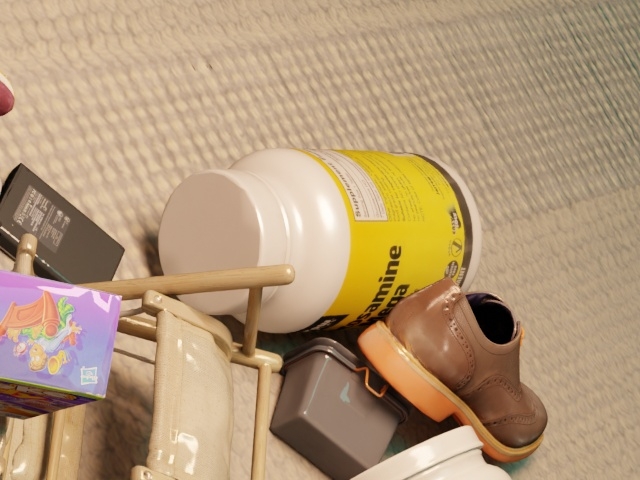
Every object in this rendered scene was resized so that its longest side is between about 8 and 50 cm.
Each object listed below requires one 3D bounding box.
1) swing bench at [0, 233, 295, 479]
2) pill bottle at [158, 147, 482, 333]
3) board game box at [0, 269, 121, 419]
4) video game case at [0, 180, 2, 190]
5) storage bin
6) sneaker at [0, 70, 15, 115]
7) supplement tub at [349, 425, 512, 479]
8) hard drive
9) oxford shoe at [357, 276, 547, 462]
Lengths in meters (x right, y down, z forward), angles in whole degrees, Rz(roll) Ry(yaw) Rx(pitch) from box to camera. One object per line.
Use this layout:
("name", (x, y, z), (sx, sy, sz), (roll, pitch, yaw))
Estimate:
("swing bench", (-0.159, 0.150, 1.730), (0.254, 0.165, 0.253), (6, 50, -3))
("pill bottle", (0.000, 0.000, 2.040), (0.334, 0.188, 0.188), (-1, 63, -49))
("board game box", (-0.348, 0.056, 1.459), (0.347, 0.233, 0.078), (13, 77, -20))
("video game case", (-0.322, -0.085, 1.752), (0.173, 0.022, 0.190), (-94, 172, -59))
("storage bin", (0.019, 0.177, 2.008), (0.135, 0.098, 0.091), (40, 48, -21))
("sneaker", (-0.370, -0.139, 1.836), (0.185, 0.069, 0.084), (23, 54, -28))
("supplement tub", (0.133, 0.336, 1.916), (0.191, 0.191, 0.272), (-12, 72, -53))
("hard drive", (-0.252, 0.000, 1.889), (0.135, 0.022, 0.094), (41, 37, -19))
("oxford shoe", (0.179, 0.138, 2.118), (0.130, 0.133, 0.363), (48, 8, 30))
